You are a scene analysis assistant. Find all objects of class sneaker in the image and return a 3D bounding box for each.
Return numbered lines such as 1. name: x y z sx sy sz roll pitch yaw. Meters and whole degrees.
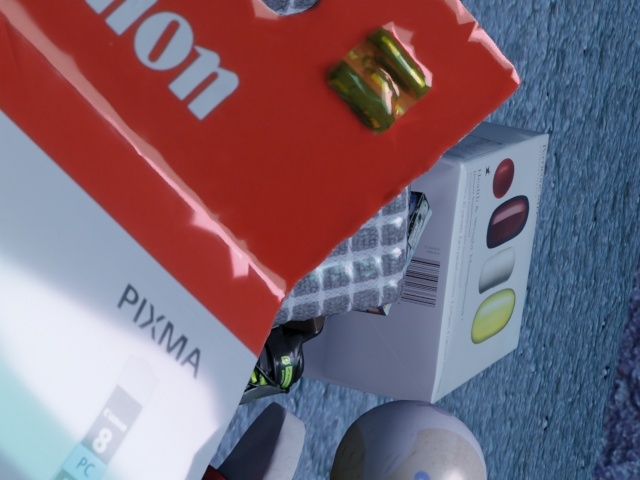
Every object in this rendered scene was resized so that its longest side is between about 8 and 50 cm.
1. sneaker: -0.055 0.084 1.294 0.188 0.078 0.067 -45 141 -52

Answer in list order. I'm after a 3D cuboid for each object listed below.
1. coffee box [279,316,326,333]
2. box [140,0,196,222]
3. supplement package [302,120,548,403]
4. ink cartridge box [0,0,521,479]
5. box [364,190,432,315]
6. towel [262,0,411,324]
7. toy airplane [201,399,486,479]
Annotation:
1. coffee box: -0.059 -0.070 1.120 0.246 0.141 0.098 78 32 -44
2. box: -0.151 -0.085 0.765 0.058 0.232 0.322 -47 143 -55
3. supplement package: 0.072 0.004 1.465 0.203 0.149 0.194 -23 122 -63
4. ink cartridge box: -0.132 -0.011 0.642 0.385 0.091 0.308 -42 122 2
5. box: 0.000 0.000 1.304 0.094 0.137 0.027 -66 149 -29
6. towel: -0.079 -0.063 0.917 0.121 0.283 0.235 -130 -145 -59
7. toy airplane: -0.011 0.189 1.056 0.272 0.384 0.386 -47 153 15
